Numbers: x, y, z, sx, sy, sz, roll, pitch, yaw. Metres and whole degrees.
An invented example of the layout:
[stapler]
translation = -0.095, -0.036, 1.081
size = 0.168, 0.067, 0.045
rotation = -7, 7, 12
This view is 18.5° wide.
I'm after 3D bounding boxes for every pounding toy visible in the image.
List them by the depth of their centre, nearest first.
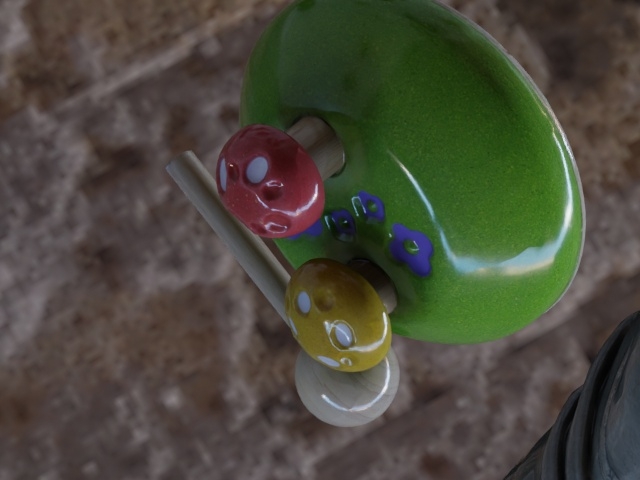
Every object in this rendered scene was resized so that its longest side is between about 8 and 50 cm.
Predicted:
[pounding toy]
translation = 0.000, 0.000, 0.888
size = 0.110, 0.183, 0.237
rotation = -39, 178, -37

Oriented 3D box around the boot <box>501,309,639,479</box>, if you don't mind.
[boot]
translation = 0.142, 0.005, 0.568
size = 0.246, 0.083, 0.161
rotation = -36, 171, -35
